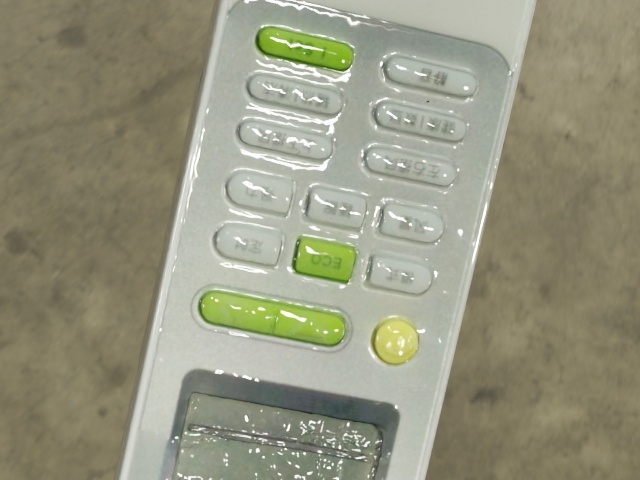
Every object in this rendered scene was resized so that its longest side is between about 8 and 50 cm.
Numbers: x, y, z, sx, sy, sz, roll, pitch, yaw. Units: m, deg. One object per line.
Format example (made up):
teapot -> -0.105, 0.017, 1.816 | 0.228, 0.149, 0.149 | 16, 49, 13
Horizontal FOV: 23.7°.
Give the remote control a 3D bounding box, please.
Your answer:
remote control -> 0.000, 0.000, 0.498 | 0.103, 0.034, 0.250 | 12, 97, -11
